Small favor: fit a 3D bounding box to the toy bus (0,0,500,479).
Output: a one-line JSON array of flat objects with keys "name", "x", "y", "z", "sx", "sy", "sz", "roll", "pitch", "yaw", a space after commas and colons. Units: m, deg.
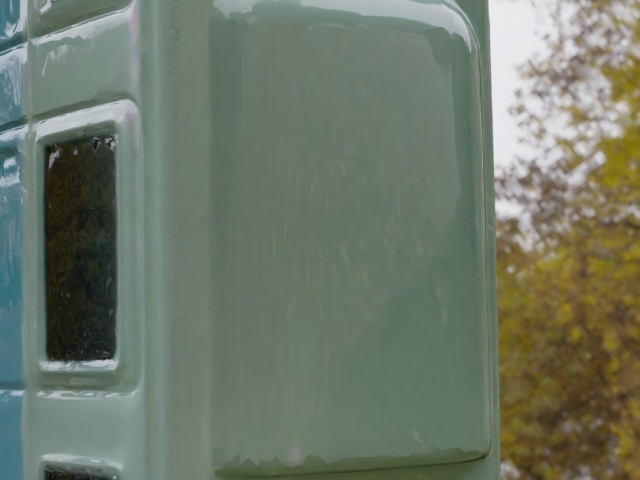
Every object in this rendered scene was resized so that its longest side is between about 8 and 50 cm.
[{"name": "toy bus", "x": -0.030, "y": -0.014, "z": 0.423, "sx": 0.133, "sy": 0.271, "sz": 0.164, "roll": 1, "pitch": -5, "yaw": -34}]
